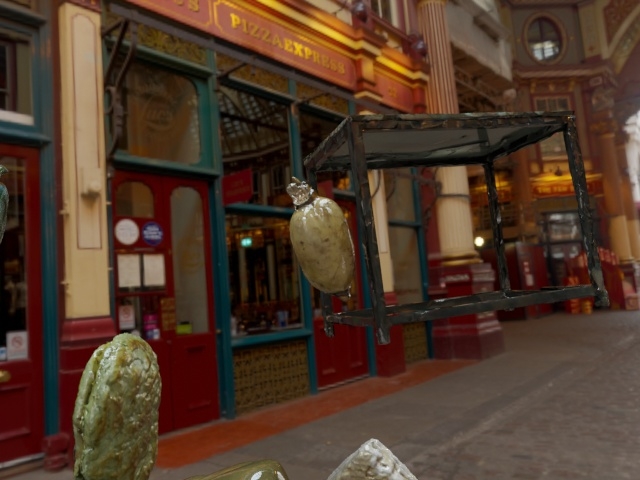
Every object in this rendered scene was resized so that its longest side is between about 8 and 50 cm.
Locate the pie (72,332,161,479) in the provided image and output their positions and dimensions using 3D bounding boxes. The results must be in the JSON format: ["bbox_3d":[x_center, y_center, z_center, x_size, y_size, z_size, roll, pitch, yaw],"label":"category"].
[{"bbox_3d":[-0.310,0.265,0.814,0.090,0.247,0.201,1,-7,9],"label":"pie"}]

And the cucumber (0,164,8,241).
[{"bbox_3d":[-0.258,0.033,0.338,0.056,0.250,0.056,7,-44,7],"label":"cucumber"}]

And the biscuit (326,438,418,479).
[{"bbox_3d":[0.024,0.575,1.109,0.426,0.144,0.078,-51,-11,24],"label":"biscuit"}]

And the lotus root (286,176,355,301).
[{"bbox_3d":[0.000,0.000,0.592,0.063,0.151,0.072,-27,11,-32],"label":"lotus root"}]

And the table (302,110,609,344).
[{"bbox_3d":[0.175,-0.015,0.767,0.335,0.272,0.222,-6,-6,-17],"label":"table"}]

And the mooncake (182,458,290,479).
[{"bbox_3d":[-0.185,0.392,0.618,0.379,0.200,0.378,-23,-14,-6],"label":"mooncake"}]
